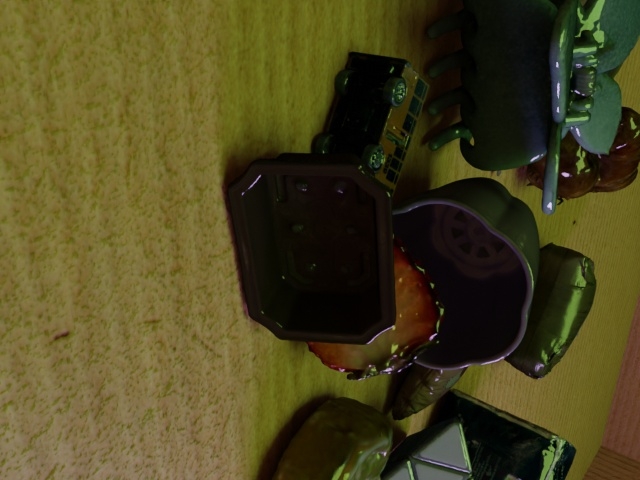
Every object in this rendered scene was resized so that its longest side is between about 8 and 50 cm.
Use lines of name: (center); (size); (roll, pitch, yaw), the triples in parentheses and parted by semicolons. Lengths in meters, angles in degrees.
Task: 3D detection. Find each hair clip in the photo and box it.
hair clip: (0.300, -0.245, 1.088); (0.392, 0.239, 0.318); (-41, 137, -40)

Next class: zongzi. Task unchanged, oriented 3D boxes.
zongzi: (0.591, 0.181, 1.882); (0.360, 0.160, 0.322); (9, 104, -65)

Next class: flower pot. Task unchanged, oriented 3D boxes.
flower pot: (0.000, 0.000, 0.858); (0.084, 0.179, 0.250); (-72, 161, -53)
flower pot: (0.205, 0.023, 1.120); (0.243, 0.265, 0.264); (-44, 142, -57)

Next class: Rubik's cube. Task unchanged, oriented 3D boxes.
Rubik's cube: (0.172, 0.435, 1.291); (0.233, 0.229, 0.228); (38, 59, -43)

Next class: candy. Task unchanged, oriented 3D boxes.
candy: (0.018, 0.363, 1.111); (0.260, 0.118, 0.259); (-38, 139, -43)

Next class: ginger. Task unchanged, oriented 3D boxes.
ginger: (0.566, -0.177, 1.606); (0.176, 0.254, 0.418); (68, 20, 9)

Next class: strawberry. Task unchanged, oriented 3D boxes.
strawberry: (0.062, 0.061, 1.001); (0.111, 0.190, 0.236); (-76, 153, -74)

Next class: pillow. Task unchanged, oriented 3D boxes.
pillow: (0.230, 0.212, 1.356); (0.223, 0.084, 0.236); (-36, 158, -49)

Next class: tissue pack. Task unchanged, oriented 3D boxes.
tissue pack: (0.326, 0.559, 1.556); (0.416, 0.264, 0.253); (-65, 149, -9)

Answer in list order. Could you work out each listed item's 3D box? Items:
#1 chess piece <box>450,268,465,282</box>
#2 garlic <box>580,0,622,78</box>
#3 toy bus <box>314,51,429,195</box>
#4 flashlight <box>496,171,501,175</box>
chess piece: (0.173, 0.126, 1.262); (0.170, 0.094, 0.094); (-42, 140, -26)
garlic: (0.540, -0.400, 1.494); (0.279, 0.132, 0.325); (2, 110, -66)
toy bus: (0.061, -0.130, 0.929); (0.103, 0.091, 0.181); (20, 88, -58)
flashlight: (0.337, -0.165, 1.393); (0.052, 0.031, 0.110); (-60, 147, -16)
